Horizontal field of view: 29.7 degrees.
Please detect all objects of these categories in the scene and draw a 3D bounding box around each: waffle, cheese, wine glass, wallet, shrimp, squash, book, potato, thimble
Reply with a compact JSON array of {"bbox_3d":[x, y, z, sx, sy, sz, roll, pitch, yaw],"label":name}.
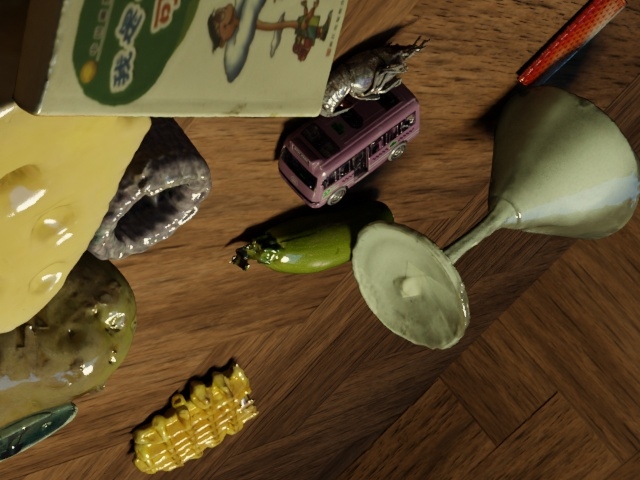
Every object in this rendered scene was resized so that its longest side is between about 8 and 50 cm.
[{"bbox_3d":[-0.199,0.307,2.080,0.283,0.065,0.309,-49,161,28],"label":"waffle"},{"bbox_3d":[-0.293,-0.037,1.016,0.384,0.104,0.384,-35,160,-15],"label":"cheese"},{"bbox_3d":[0.249,-0.027,1.771,0.406,0.267,0.267,-35,162,-34],"label":"wine glass"},{"bbox_3d":[0.382,-0.306,1.835,0.196,0.020,0.103,-44,160,15],"label":"wallet"},{"bbox_3d":[0.065,-0.197,1.419,0.165,0.057,0.065,-23,142,-16],"label":"shrimp"},{"bbox_3d":[0.001,-0.001,1.714,0.331,0.087,0.087,-14,149,-49],"label":"squash"},{"bbox_3d":[-0.072,-0.222,0.929,0.371,0.043,0.260,-10,117,-58],"label":"book"},{"bbox_3d":[-0.313,0.102,1.224,0.262,0.165,0.165,-23,159,-8],"label":"potato"},{"bbox_3d":[-0.188,-0.057,1.187,0.150,0.098,0.150,-35,162,-13],"label":"thimble"}]

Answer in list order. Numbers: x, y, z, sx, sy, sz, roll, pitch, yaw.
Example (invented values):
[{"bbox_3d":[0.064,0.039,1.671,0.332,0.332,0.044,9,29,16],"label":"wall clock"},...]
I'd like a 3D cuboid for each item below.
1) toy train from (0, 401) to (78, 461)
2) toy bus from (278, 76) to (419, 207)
[{"bbox_3d":[-0.470,0.254,1.385,0.407,0.088,0.086,-25,159,-38],"label":"toy train"},{"bbox_3d":[0.034,-0.127,1.480,0.178,0.087,0.098,-37,160,-17],"label":"toy bus"}]
